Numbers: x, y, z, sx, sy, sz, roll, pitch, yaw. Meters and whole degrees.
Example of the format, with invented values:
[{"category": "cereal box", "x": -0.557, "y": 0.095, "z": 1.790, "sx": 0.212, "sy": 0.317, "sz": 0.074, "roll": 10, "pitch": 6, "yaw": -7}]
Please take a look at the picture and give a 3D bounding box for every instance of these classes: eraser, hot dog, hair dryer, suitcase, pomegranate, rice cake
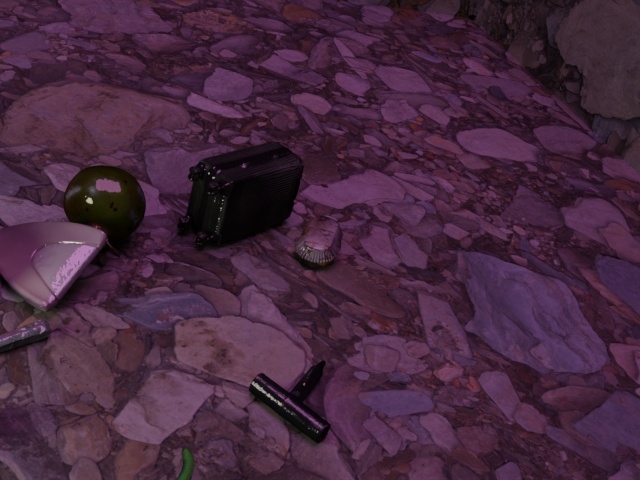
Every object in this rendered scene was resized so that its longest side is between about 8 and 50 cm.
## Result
[{"category": "eraser", "x": -0.585, "y": 0.034, "z": 1.809, "sx": 0.243, "sy": 0.059, "sz": 0.204, "roll": 18, "pitch": 58, "yaw": 27}, {"category": "hot dog", "x": 0.000, "y": 0.000, "z": 2.157, "sx": 0.108, "sy": 0.059, "sz": 0.191, "roll": 16, "pitch": 31, "yaw": 2}, {"category": "hair dryer", "x": -0.016, "y": 0.298, "z": 1.719, "sx": 0.173, "sy": 0.050, "sz": 0.195, "roll": 36, "pitch": 34, "yaw": 22}, {"category": "suitcase", "x": -0.189, "y": -0.117, "z": 2.111, "sx": 0.128, "sy": 0.202, "sz": 0.312, "roll": 38, "pitch": 38, "yaw": 28}, {"category": "pomegranate", "x": -0.480, "y": -0.056, "z": 1.929, "sx": 0.182, "sy": 0.181, "sz": 0.224, "roll": 12, "pitch": 52, "yaw": -8}, {"category": "rice cake", "x": -0.597, "y": 0.191, "z": 1.617, "sx": 0.208, "sy": 0.033, "sz": 0.033, "roll": -18, "pitch": 56, "yaw": -41}]

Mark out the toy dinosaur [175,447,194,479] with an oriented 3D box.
[{"category": "toy dinosaur", "x": -0.432, "y": 0.449, "z": 1.260, "sx": 0.375, "sy": 0.143, "sz": 0.500, "roll": 10, "pitch": 28, "yaw": 11}]
